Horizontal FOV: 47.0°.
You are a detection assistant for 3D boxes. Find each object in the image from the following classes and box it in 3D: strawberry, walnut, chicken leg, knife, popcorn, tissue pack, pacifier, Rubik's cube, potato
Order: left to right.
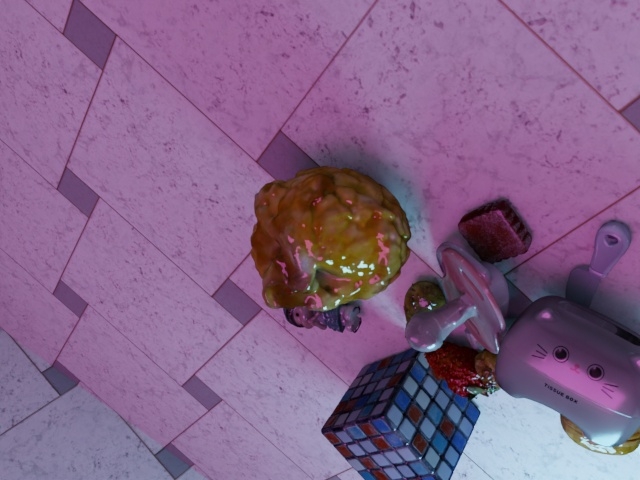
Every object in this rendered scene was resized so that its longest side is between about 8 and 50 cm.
[{"bbox_3d":[0.018,-0.010,1.794,0.389,0.354,0.344,-20,94,0],"label":"popcorn"},{"bbox_3d":[0.233,0.523,2.121,0.293,0.287,0.291,50,137,-11],"label":"Rubik's cube"},{"bbox_3d":[0.275,0.199,1.953,0.117,0.090,0.226,19,134,22],"label":"potato"},{"bbox_3d":[0.338,0.157,1.741,0.220,0.273,0.332,18,157,18],"label":"pacifier"},{"bbox_3d":[0.386,0.325,1.972,0.228,0.174,0.098,43,123,51],"label":"strawberry"},{"bbox_3d":[0.506,0.328,1.849,0.251,0.108,0.087,10,147,-12],"label":"chicken leg"},{"bbox_3d":[0.575,0.268,1.629,0.333,0.229,0.236,28,124,21],"label":"tissue pack"},{"bbox_3d":[0.601,0.084,1.650,0.080,0.044,0.332,31,140,21],"label":"knife"},{"bbox_3d":[0.694,0.441,1.811,0.197,0.165,0.165,8,130,31],"label":"walnut"}]

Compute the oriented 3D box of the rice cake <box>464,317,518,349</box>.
[{"bbox_3d":[0.464,0.235,1.867,0.206,0.063,0.069,-14,114,42],"label":"rice cake"}]

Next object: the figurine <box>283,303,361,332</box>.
[{"bbox_3d":[-0.001,0.200,2.151,0.245,0.110,0.138,7,120,28],"label":"figurine"}]

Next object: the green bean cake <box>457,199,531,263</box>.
[{"bbox_3d":[0.402,-0.019,1.693,0.135,0.056,0.135,-24,108,46],"label":"green bean cake"}]
